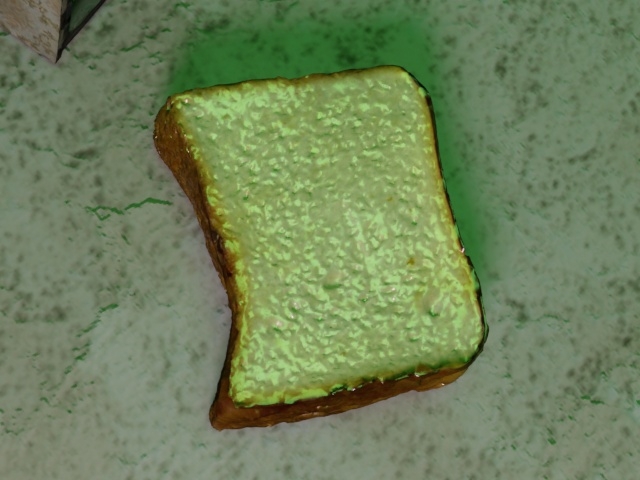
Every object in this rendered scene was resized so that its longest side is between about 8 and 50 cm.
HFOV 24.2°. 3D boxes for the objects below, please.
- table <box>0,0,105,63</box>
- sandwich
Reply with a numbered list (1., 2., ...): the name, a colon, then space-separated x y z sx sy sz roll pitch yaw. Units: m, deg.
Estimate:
1. table: -0.155 -0.334 0.880 0.222 0.335 0.272 35 66 1
2. sandwich: 0.000 0.000 0.940 0.186 0.065 0.215 -11 73 -17
